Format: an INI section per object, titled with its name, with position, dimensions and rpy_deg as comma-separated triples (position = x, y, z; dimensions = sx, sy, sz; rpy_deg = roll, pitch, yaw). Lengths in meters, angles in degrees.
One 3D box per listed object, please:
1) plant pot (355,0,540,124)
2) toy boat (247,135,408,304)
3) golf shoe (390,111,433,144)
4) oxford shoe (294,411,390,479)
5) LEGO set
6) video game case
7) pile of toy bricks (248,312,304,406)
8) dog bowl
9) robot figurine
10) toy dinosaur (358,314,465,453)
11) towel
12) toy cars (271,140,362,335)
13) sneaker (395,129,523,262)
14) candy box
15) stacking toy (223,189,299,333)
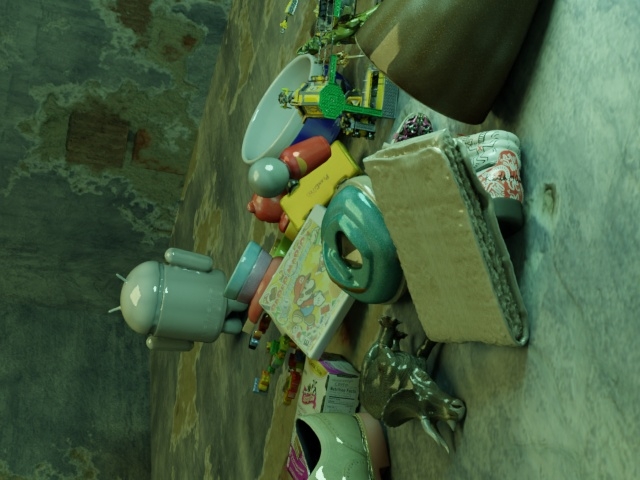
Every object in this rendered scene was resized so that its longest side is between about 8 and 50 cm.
[plant pot]
position = 0.198, -0.310, 1.339
dimensions = 0.230, 0.215, 0.215
rpy_deg = -54, 27, 26
[toy boat]
position = 0.023, -0.029, 1.614
dimensions = 0.318, 0.148, 0.267
rpy_deg = 51, 156, 21
[golf shoe]
position = 0.132, -0.122, 1.641
dimensions = 0.086, 0.067, 0.186
rpy_deg = -121, 42, -67
[oxford shoe]
position = 0.035, 0.431, 1.536
dimensions = 0.397, 0.146, 0.140
rpy_deg = -103, 27, -50
[LEGO set]
position = 0.017, -0.346, 1.804
dimensions = 0.192, 0.255, 0.331
rpy_deg = 8, 102, 47
[video game case]
position = -0.007, 0.073, 1.851
dimensions = 0.206, 0.026, 0.227
rpy_deg = 42, 105, 48
[pile of toy bricks]
position = -0.082, 0.223, 2.079
dimensions = 0.105, 0.118, 0.212
rpy_deg = 120, 163, -47
[dog bowl]
position = -0.052, -0.252, 2.114
dimensions = 0.265, 0.104, 0.265
rpy_deg = -47, 26, 31
[robot figurine]
position = -0.376, 0.162, 2.678
dimensions = 0.200, 0.353, 0.300
rpy_deg = -122, 43, -66
[toy dinosaur]
position = 0.101, 0.203, 1.490
dimensions = 0.313, 0.121, 0.160
rpy_deg = -10, 58, 68
[towel]
position = 0.157, 0.001, 1.284
dimensions = 0.187, 0.049, 0.282
rpy_deg = -6, 106, 61
[toy cars]
position = 0.000, 0.000, 1.972
dimensions = 0.176, 0.087, 0.394
rpy_deg = 12, 96, 37
[sneaker]
position = 0.190, -0.056, 1.381
dimensions = 0.270, 0.090, 0.145
rpy_deg = 144, 133, -63
[candy box]
position = 0.004, 0.332, 1.823
dimensions = 0.159, 0.071, 0.233
rpy_deg = -152, 72, -73
[stacking toy]
position = -0.139, 0.033, 2.192
dimensions = 0.309, 0.130, 0.279
rpy_deg = -65, 3, -31
